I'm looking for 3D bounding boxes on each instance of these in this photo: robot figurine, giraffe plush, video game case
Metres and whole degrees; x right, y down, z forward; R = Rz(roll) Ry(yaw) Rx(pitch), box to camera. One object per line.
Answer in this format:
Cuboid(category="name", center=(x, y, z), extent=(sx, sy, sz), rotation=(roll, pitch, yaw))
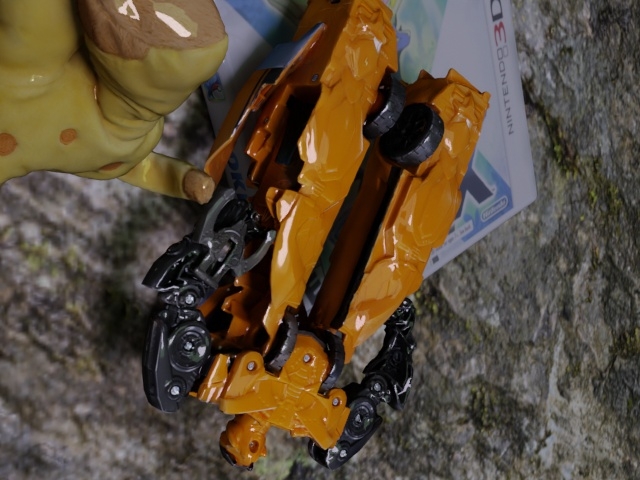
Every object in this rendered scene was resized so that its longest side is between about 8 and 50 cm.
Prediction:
Cuboid(category="robot figurine", center=(0.000, 0.000, 0.511), extent=(0.211, 0.085, 0.291), rotation=(32, 78, -37))
Cuboid(category="giraffe plush", center=(-0.161, -0.068, 0.367), extent=(0.170, 0.181, 0.210), rotation=(-33, 153, -25))
Cuboid(category="video game case", center=(0.056, -0.110, 0.634), extent=(0.329, 0.036, 0.300), rotation=(-30, 116, -37))
